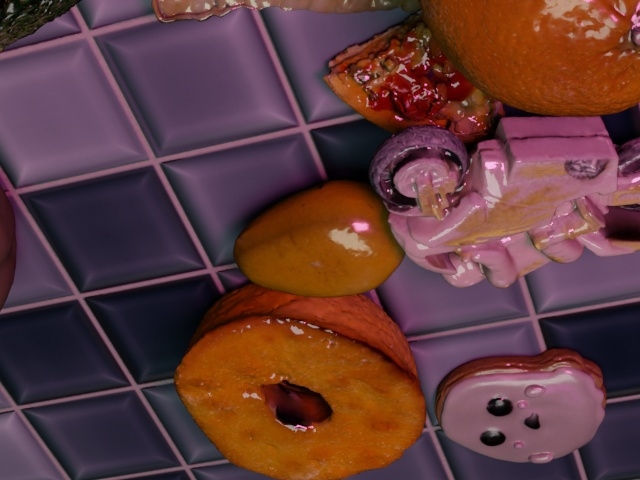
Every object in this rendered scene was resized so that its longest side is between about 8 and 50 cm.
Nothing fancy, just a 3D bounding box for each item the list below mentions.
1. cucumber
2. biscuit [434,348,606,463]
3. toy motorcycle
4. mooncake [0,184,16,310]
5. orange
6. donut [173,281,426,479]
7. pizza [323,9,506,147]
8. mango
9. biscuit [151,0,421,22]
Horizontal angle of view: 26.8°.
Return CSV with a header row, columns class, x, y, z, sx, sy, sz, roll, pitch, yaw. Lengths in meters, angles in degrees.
class,x,y,z,sx,sy,sz,roll,pitch,yaw
cucumber,-0.250,-0.236,1.244,0.187,0.058,0.058,-25,126,27
biscuit,0.242,0.209,1.627,0.208,0.049,0.181,-6,131,8
toy motorcycle,0.199,-0.031,1.344,0.341,0.107,0.223,-1,139,-15
mooncake,-0.457,0.005,1.437,0.275,0.135,0.275,2,129,3
orange,0.202,-0.222,1.083,0.264,0.264,0.264,2,133,2
donut,-0.021,0.156,1.558,0.303,0.110,0.303,3,136,3
pizza,0.111,-0.166,1.280,0.201,0.053,0.193,13,133,-8
mango,0.000,0.000,1.420,0.195,0.098,0.137,-5,136,19
biscuit,-0.030,-0.280,1.197,0.274,0.036,0.187,1,133,5
